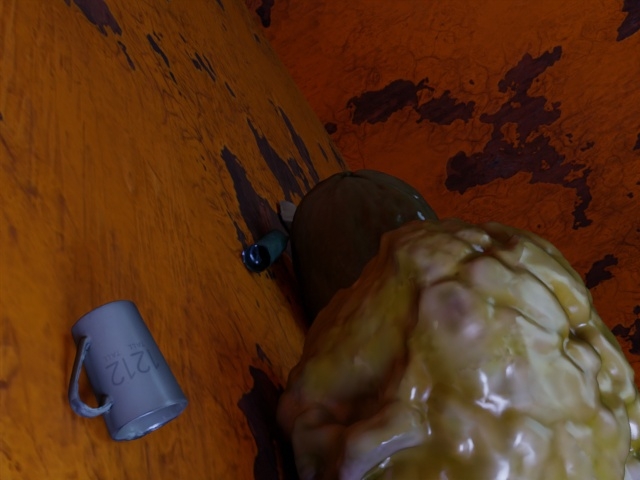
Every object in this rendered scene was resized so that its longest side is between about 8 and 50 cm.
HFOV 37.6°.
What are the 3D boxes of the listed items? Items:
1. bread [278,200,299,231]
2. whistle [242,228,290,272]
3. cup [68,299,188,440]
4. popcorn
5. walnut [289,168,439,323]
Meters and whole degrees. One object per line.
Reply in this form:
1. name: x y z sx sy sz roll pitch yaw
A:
1. bread: -0.020 0.007 1.623 0.077 0.105 0.152 -105 -164 -58
2. whistle: -0.071 0.010 1.276 0.039 0.039 0.186 61 9 -4
3. cup: -0.140 0.091 0.634 0.083 0.075 0.054 61 -28 17
4. popcorn: 0.140 0.183 0.933 0.354 0.390 0.344 30 -8 1
5. walnut: 0.077 0.033 1.369 0.227 0.283 0.283 -32 94 -53
